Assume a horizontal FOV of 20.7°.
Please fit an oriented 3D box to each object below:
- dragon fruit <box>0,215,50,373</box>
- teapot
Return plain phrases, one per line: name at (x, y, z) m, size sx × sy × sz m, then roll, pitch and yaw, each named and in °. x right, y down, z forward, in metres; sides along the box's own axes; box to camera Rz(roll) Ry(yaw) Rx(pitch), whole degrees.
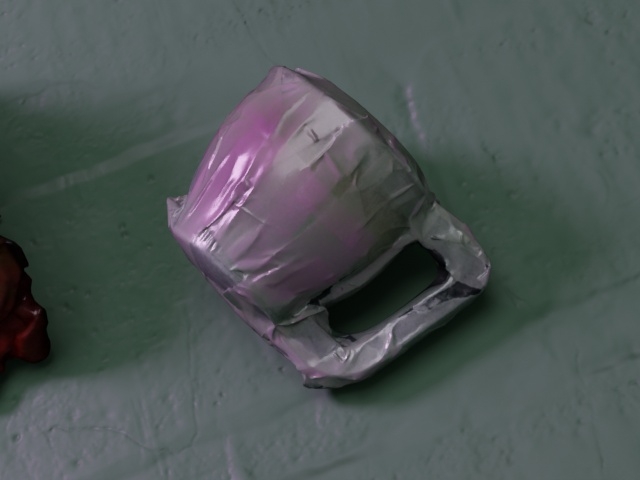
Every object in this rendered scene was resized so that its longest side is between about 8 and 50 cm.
dragon fruit at (-0.375, -0.024, 1.356) m, size 0.228 × 0.286 × 0.329 m, roll -28°, pitch 66°, yaw -8°
teapot at (-0.006, -0.004, 1.329) m, size 0.178 × 0.221 × 0.163 m, roll -47°, pitch 21°, yaw -4°
